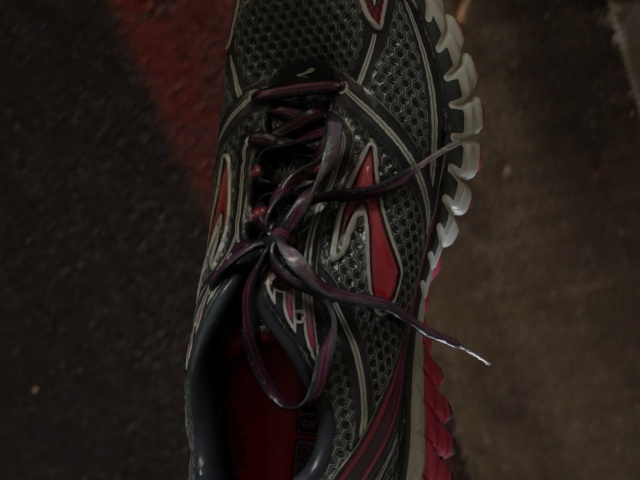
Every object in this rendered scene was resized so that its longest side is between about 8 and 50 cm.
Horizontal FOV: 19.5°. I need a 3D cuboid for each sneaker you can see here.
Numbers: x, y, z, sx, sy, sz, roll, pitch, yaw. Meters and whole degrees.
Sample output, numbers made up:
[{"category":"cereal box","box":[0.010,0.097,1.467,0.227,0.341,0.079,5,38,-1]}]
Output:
[{"category":"sneaker","box":[0.000,0.000,0.803,0.121,0.112,0.299,-8,78,30]}]
